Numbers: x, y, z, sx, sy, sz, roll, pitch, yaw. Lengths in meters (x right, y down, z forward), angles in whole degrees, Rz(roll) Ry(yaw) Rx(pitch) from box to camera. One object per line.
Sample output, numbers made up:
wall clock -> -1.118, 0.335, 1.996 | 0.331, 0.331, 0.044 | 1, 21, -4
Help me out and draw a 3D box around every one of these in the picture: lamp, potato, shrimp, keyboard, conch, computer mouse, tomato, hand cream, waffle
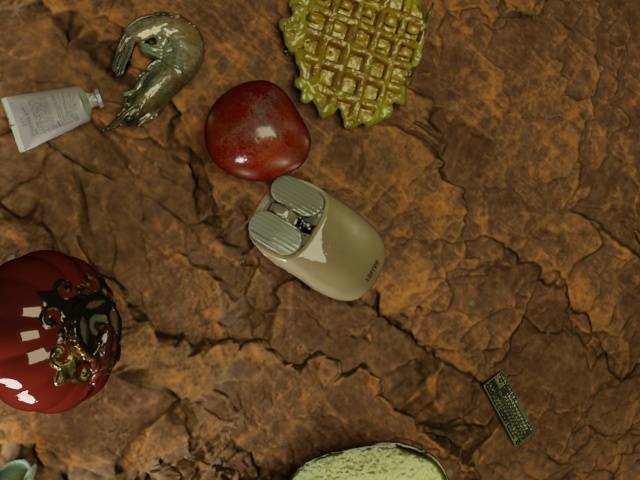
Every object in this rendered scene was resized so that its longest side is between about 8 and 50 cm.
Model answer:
lamp -> -0.371, 0.125, 1.291 | 0.227, 0.227, 0.227 | 1, 88, -20
potato -> 0.066, 0.403, 1.496 | 0.272, 0.111, 0.160 | -12, 85, -6
shrimp -> -0.270, -0.259, 1.428 | 0.126, 0.047, 0.223 | 40, 72, -9
keyboard -> 0.332, 0.296, 1.644 | 0.049, 0.015, 0.129 | -31, 99, -18
conch -> -0.437, 0.364, 1.345 | 0.076, 0.056, 0.085 | 14, 53, -2
computer mouse -> 0.000, 0.000, 1.499 | 0.236, 0.082, 0.145 | 36, 78, -16
tomato -> -0.096, -0.167, 1.434 | 0.167, 0.167, 0.167 | 1, 88, -20
hand cream -> -0.391, -0.192, 1.387 | 0.142, 0.053, 0.084 | -19, 94, -4
waffle -> 0.066, -0.326, 1.546 | 0.280, 0.060, 0.262 | -28, 101, -17
